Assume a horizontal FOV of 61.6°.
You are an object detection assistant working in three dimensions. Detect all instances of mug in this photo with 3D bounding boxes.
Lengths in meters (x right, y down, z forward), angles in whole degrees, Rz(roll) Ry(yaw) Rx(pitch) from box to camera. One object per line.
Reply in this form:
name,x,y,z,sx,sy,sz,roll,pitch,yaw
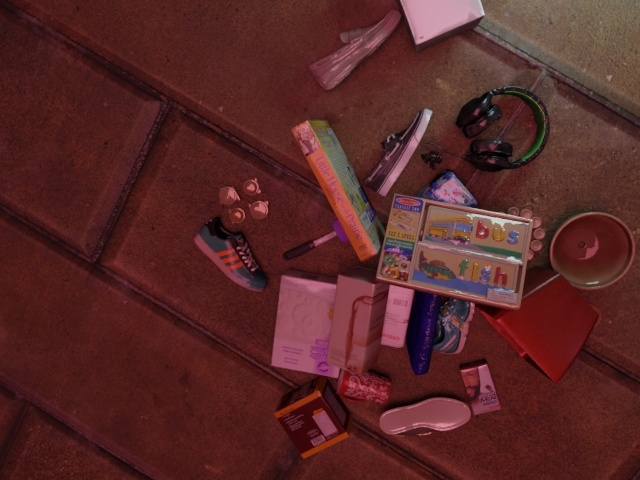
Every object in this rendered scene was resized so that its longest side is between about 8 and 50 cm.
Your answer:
mug,0.148,0.501,1.858,0.169,0.150,0.113,16,67,2

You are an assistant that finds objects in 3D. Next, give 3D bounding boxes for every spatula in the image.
spatula,0.000,0.000,1.804,0.296,0.030,0.084,-25,95,14

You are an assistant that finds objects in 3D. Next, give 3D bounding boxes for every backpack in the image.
backpack,0.380,-0.117,1.676,0.173,0.117,0.158,-38,92,17

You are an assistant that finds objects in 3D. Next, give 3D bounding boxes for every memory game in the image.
memory game,0.618,-0.015,1.709,0.186,0.012,0.186,2,101,9

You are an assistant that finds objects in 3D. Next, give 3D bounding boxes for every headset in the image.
headset,0.489,-0.308,1.583,0.394,0.185,0.243,-19,97,1

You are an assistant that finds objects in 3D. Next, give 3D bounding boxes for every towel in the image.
towel,0.324,0.243,1.698,0.076,0.227,0.308,8,103,8

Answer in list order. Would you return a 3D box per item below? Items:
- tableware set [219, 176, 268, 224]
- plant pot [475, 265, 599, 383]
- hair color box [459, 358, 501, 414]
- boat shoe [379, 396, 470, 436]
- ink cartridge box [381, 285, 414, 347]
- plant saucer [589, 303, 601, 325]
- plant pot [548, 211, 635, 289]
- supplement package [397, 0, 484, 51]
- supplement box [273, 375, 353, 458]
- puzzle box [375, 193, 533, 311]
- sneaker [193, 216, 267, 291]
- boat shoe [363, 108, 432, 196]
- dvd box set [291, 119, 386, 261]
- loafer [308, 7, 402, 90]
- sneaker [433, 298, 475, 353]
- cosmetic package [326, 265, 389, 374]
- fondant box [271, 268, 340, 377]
tableware set,-0.260,-0.130,1.827,0.169,0.020,0.141,-14,101,11
plant pot,0.664,0.226,1.637,0.236,0.267,0.267,-44,92,3
hair color box,0.536,0.492,1.803,0.093,0.053,0.167,-18,97,13
boat shoe,0.358,0.607,1.837,0.305,0.091,0.109,-12,62,9
ink cartridge box,0.218,0.229,1.782,0.159,0.092,0.217,11,101,8
plant saucer,0.853,0.242,1.720,0.083,0.015,0.083,2,101,9
plant pot,0.811,0.023,1.635,0.237,0.110,0.237,2,102,10
supplement package,0.326,-0.718,1.548,0.204,0.145,0.261,-20,98,13
supplement box,-0.023,0.613,1.880,0.191,0.129,0.194,-31,95,14
puzzle box,0.386,0.029,1.553,0.409,0.052,0.272,11,74,11
sneaker,-0.286,0.045,1.820,0.302,0.108,0.121,41,109,1
boat shoe,0.236,-0.287,1.675,0.102,0.108,0.301,31,112,1
dvd box set,0.068,-0.164,1.619,0.062,0.307,0.420,-27,97,15
loafer,0.103,-0.593,1.627,0.319,0.112,0.111,-39,101,15
sneaker,0.426,0.241,1.732,0.110,0.107,0.275,6,102,-9
cosmetic package,0.121,0.246,1.679,0.129,0.153,0.296,13,105,26
fondant box,-0.027,0.282,1.832,0.238,0.096,0.330,9,104,8
